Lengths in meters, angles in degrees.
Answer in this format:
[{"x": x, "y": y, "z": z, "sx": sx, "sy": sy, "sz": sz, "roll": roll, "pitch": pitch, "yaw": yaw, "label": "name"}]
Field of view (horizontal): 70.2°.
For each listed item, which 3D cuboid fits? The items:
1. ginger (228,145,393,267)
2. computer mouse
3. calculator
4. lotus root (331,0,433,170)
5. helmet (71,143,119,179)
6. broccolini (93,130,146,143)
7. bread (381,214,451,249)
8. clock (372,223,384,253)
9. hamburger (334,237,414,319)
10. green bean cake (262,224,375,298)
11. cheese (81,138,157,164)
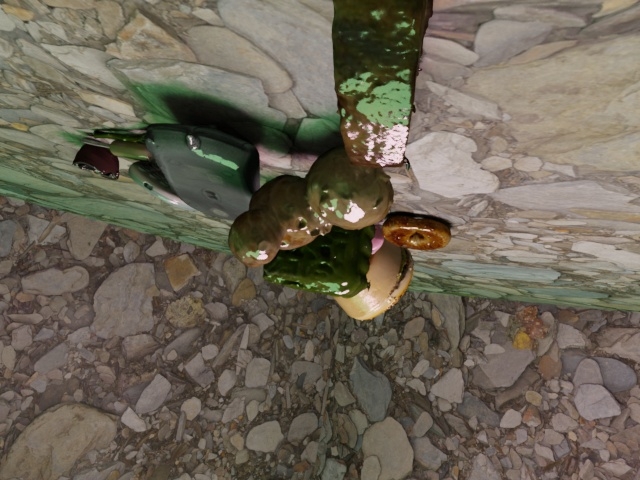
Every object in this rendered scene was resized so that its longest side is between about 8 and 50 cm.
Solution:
[{"x": -0.021, "y": -0.058, "z": 0.826, "sx": 0.303, "sy": 0.155, "sz": 0.245, "roll": -27, "pitch": -168, "yaw": 9, "label": "ginger"}, {"x": -0.204, "y": -0.143, "z": 0.878, "sx": 0.188, "sy": 0.122, "sz": 0.371, "roll": 11, "pitch": 166, "yaw": -1, "label": "computer mouse"}, {"x": -0.354, "y": -0.130, "z": 1.101, "sx": 0.184, "sy": 0.042, "sz": 0.295, "roll": 34, "pitch": -173, "yaw": -1, "label": "calculator"}, {"x": 0.060, "y": -0.154, "z": 0.417, "sx": 0.074, "sy": 0.171, "sz": 0.261, "roll": 6, "pitch": 165, "yaw": 10, "label": "lotus root"}, {"x": -0.534, "y": -0.195, "z": 1.103, "sx": 0.098, "sy": 0.071, "sz": 0.123, "roll": 17, "pitch": 177, "yaw": 0, "label": "helmet"}, {"x": -0.397, "y": -0.216, "z": 0.951, "sx": 0.217, "sy": 0.042, "sz": 0.044, "roll": 10, "pitch": 145, "yaw": 32, "label": "broccolini"}, {"x": 0.261, "y": -0.025, "z": 1.236, "sx": 0.193, "sy": 0.064, "sz": 0.193, "roll": 11, "pitch": 164, "yaw": 3, "label": "bread"}, {"x": 0.063, "y": -0.027, "z": 1.333, "sx": 0.195, "sy": 0.100, "sz": 0.194, "roll": 23, "pitch": 167, "yaw": -21, "label": "clock"}, {"x": 0.167, "y": 0.110, "z": 1.438, "sx": 0.176, "sy": 0.300, "sz": 0.300, "roll": 35, "pitch": 163, "yaw": -17, "label": "hamburger"}, {"x": 0.000, "y": 0.000, "z": 1.089, "sx": 0.246, "sy": 0.250, "sz": 0.156, "roll": 8, "pitch": 171, "yaw": 19, "label": "green bean cake"}, {"x": -0.445, "y": -0.205, "z": 1.017, "sx": 0.191, "sy": 0.038, "sz": 0.097, "roll": 12, "pitch": -178, "yaw": 10, "label": "cheese"}]
